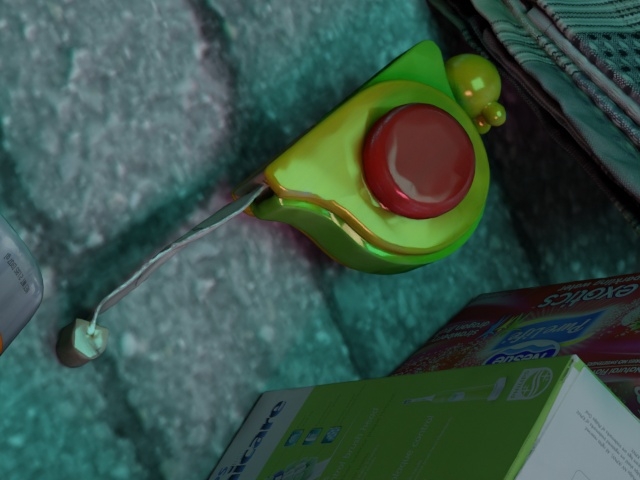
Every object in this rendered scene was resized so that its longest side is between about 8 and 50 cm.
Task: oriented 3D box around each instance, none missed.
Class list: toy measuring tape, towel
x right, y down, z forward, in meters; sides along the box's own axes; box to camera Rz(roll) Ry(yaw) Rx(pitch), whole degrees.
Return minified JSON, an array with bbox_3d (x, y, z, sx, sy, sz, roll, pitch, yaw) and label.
[{"bbox_3d":[0.000,0.000,1.124,0.330,0.121,0.121,-40,106,-24],"label":"toy measuring tape"},{"bbox_3d":[0.273,-0.108,1.259,0.324,0.056,0.312,-15,54,-35],"label":"towel"}]

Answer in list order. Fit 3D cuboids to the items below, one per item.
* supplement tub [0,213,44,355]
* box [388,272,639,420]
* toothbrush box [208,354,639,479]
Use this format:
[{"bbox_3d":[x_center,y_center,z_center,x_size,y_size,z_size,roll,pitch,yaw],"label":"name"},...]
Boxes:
[{"bbox_3d":[-0.235,0.060,0.938,0.117,0.117,0.190,47,60,-20],"label":"supplement tub"},{"bbox_3d":[0.165,0.102,1.129,0.128,0.257,0.123,-39,107,-33],"label":"box"},{"bbox_3d":[0.084,0.181,1.043,0.206,0.283,0.122,45,61,-22],"label":"toothbrush box"}]
